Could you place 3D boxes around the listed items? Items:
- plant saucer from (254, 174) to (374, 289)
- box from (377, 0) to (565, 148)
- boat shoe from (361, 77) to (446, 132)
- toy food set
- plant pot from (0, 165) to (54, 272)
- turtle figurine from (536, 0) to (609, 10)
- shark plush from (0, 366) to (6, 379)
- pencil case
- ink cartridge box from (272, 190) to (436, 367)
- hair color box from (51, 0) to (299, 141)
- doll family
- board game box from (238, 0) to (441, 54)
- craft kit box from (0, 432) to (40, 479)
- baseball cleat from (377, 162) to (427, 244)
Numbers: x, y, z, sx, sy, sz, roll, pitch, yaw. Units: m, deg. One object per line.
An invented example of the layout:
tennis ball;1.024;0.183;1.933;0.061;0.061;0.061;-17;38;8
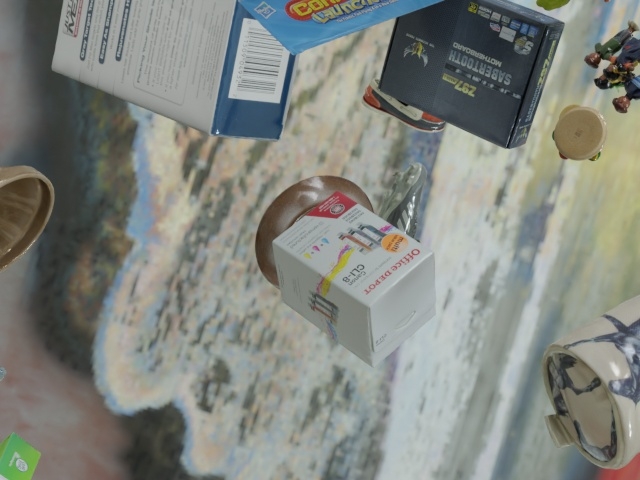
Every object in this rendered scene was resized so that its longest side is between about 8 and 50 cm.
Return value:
plant saucer;0.000;0.000;1.788;0.036;0.199;0.198;44;-55;54
box;0.206;-0.256;1.671;0.059;0.233;0.183;-20;132;-50
boat shoe;0.130;-0.202;1.785;0.049;0.137;0.043;-85;-161;-52
toy food set;0.377;-0.154;1.732;0.020;0.083;0.082;16;94;-60
plant pot;-0.598;-0.050;2.121;0.237;0.110;0.237;-45;159;-22
turtle figurine;0.347;-0.390;1.556;0.217;0.087;0.269;-47;140;-33
shark plush;-0.553;0.215;1.770;0.067;0.161;0.073;-17;-102;49
pencil case;0.450;0.110;1.411;0.410;0.160;0.183;-28;152;-16
ink cartridge box;0.047;0.049;1.554;0.128;0.176;0.127;-39;145;-27
hair color box;-0.171;-0.239;1.371;0.105;0.347;0.173;1;107;-43
doll family;0.455;-0.256;1.770;0.111;0.076;0.193;-39;-166;9
board game box;0.091;-0.351;1.083;0.086;0.302;0.308;39;49;-41
craft kit box;-0.476;0.393;1.494;0.247;0.061;0.250;-37;-160;20
baseball cleat;0.142;-0.029;2.011;0.205;0.109;0.072;-59;-159;14
